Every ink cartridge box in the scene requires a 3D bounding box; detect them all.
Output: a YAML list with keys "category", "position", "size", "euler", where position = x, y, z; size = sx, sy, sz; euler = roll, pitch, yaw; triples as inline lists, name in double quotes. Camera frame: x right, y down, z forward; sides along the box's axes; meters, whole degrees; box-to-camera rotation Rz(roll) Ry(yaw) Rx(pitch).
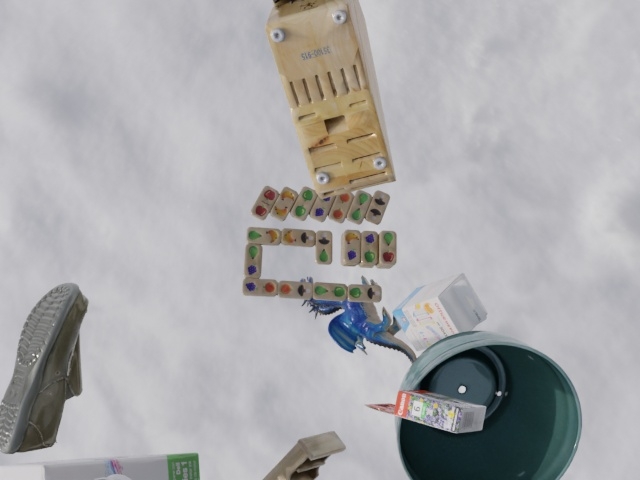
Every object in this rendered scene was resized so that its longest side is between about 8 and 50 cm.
- category: "ink cartridge box"
  position: [-0.364, 0.412, 1.512]
  size: [0.278, 0.201, 0.117]
  euler: [6, 75, -40]
- category: "ink cartridge box"
  position: [0.112, 0.178, 0.999]
  size: [0.115, 0.063, 0.029]
  euler: [11, 89, 33]
- category: "ink cartridge box"
  position: [0.221, 0.128, 1.684]
  size: [0.143, 0.090, 0.092]
  euler: [-25, 99, 50]

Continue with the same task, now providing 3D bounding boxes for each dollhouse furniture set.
- category: "dollhouse furniture set"
  position: [0.015, 0.488, 1.653]
  size: [0.161, 0.212, 0.242]
  euler: [-50, 63, 22]

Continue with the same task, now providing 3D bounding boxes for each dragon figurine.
- category: "dragon figurine"
  position: [0.073, 0.167, 1.779]
  size: [0.144, 0.085, 0.289]
  euler: [-41, 66, 14]

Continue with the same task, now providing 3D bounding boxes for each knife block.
- category: "knife block"
  position: [0.010, -0.217, 1.037]
  size: [0.088, 0.242, 0.275]
  euler: [-13, 115, 11]

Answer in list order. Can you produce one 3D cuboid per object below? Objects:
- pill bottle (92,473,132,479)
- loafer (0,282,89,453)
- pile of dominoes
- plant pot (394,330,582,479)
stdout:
- category: "pill bottle"
  position: [-0.305, 0.375, 1.265]
  size: [0.086, 0.152, 0.086]
  euler: [2, 98, 13]
- category: "loafer"
  position: [-0.382, 0.182, 1.321]
  size: [0.087, 0.094, 0.251]
  euler: [24, 84, -39]
- category: "pile of dominoes"
  position: [0.000, 0.000, 1.548]
  size: [0.251, 0.040, 0.195]
  euler: [3, 76, -7]
- category: "plant pot"
  position: [0.251, 0.271, 1.528]
  size: [0.293, 0.196, 0.293]
  euler: [-2, 104, -7]
